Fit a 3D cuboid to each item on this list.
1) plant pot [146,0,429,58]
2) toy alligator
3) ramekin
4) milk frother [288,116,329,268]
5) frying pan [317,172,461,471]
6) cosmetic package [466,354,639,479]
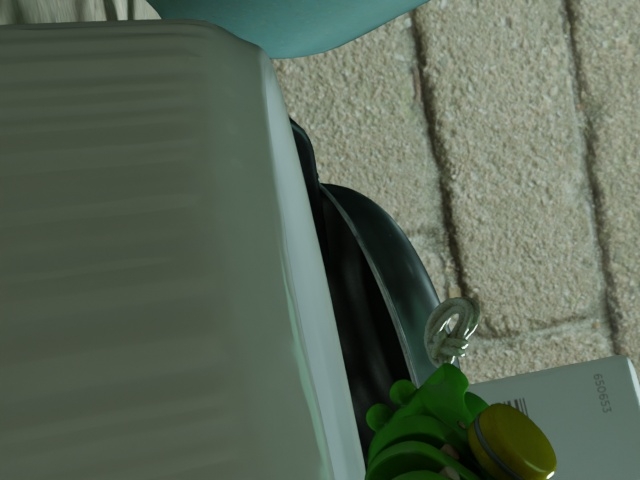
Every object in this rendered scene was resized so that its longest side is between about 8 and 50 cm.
[{"bbox_3d":[0.026,-0.271,1.109,0.334,0.341,0.341,-30,-112,60],"label":"plant pot"},{"bbox_3d":[0.035,0.068,0.610,0.051,0.056,0.190,31,27,-25],"label":"toy alligator"},{"bbox_3d":[-0.056,0.057,0.603,0.273,0.127,0.273,-11,90,-88],"label":"ramekin"},{"bbox_3d":[-0.081,-0.013,1.021,0.143,0.129,0.135,16,-51,42],"label":"milk frother"},{"bbox_3d":[0.005,0.026,1.123,0.326,0.053,0.197,-127,-156,-54],"label":"frying pan"},{"bbox_3d":[0.150,0.355,1.691,0.394,0.329,0.327,74,4,-55],"label":"cosmetic package"}]
